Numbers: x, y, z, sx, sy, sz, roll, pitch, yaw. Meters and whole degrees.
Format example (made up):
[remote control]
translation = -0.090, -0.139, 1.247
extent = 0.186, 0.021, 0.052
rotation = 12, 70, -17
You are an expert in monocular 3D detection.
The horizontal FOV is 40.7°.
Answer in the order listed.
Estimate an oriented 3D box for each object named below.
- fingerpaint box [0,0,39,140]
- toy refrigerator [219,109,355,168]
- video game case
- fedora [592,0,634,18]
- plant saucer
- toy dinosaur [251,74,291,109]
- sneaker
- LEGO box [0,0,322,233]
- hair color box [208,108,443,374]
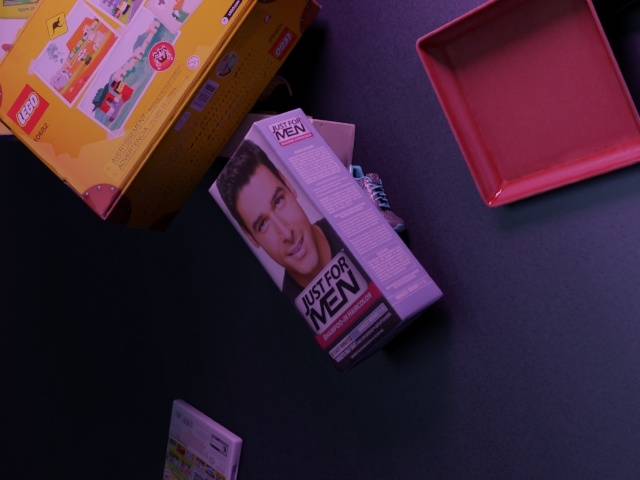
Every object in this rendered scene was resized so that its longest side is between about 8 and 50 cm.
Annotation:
[fingerpaint box]
translation = -0.434, -0.389, 1.751
extent = 0.444, 0.163, 0.371
rotation = -1, 89, 16
[toy refrigerator]
translation = -0.068, -0.181, 1.531
extent = 0.269, 0.102, 0.094
rotation = 13, 100, 48
[video game case]
translation = -0.248, 0.465, 1.786
extent = 0.227, 0.026, 0.207
rotation = 19, 104, 46
[fedora]
translation = 0.295, -0.437, 1.090
extent = 0.334, 0.152, 0.334
rotation = -1, 89, 48
[plant saucer]
translation = 0.279, -0.195, 1.132
extent = 0.258, 0.047, 0.259
rotation = -19, 98, 47
[toy dinosaur]
translation = -0.105, -0.294, 1.616
extent = 0.211, 0.064, 0.112
rotation = -20, 91, 56
[sneaker]
translation = 0.080, -0.070, 1.399
extent = 0.166, 0.065, 0.076
rotation = 37, 112, 39
[LEGO box]
translation = -0.305, -0.323, 1.505
extent = 0.372, 0.193, 0.500
rotation = 40, 99, 21
[hair color box]
translation = 0.000, 0.000, 1.356
extent = 0.374, 0.113, 0.185
rotation = 54, 135, 12
